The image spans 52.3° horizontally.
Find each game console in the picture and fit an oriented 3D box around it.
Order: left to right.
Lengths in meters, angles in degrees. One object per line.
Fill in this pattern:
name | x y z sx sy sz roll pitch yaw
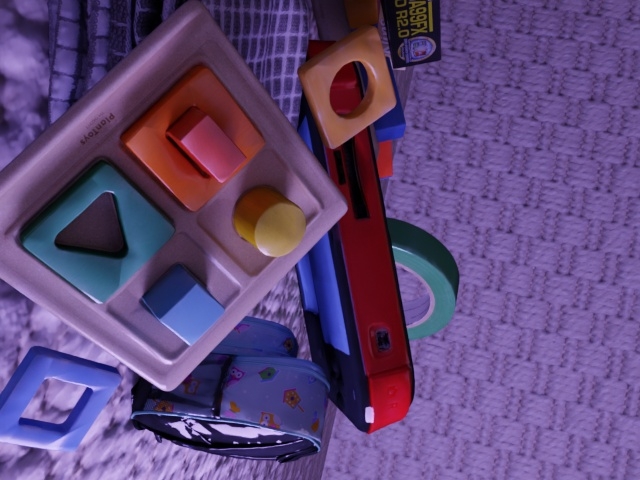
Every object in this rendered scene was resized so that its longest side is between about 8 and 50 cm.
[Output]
game console | 0.000 0.000 0.741 0.342 0.060 0.386 163 -83 -76

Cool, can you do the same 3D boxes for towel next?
towel | -0.098 -0.081 0.509 0.235 0.122 0.283 -51 152 -67

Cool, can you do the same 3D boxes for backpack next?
backpack | -0.081 0.161 0.695 0.165 0.189 0.144 82 23 -62

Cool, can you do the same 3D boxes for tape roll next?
tape roll | 0.125 0.087 1.367 0.321 0.322 0.077 91 14 -48

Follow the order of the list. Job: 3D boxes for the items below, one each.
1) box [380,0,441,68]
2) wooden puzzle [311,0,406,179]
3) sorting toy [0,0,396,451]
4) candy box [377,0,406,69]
box | 0.080 -0.361 0.708 0.216 0.060 0.269 66 16 -65
wooden puzzle | 0.050 -0.227 0.885 0.348 0.081 0.321 58 20 -78
sorting toy | -0.076 -0.009 0.388 0.347 0.047 0.196 -46 134 -8
candy box | 0.107 -0.439 1.126 0.316 0.088 0.182 -88 -179 -54
